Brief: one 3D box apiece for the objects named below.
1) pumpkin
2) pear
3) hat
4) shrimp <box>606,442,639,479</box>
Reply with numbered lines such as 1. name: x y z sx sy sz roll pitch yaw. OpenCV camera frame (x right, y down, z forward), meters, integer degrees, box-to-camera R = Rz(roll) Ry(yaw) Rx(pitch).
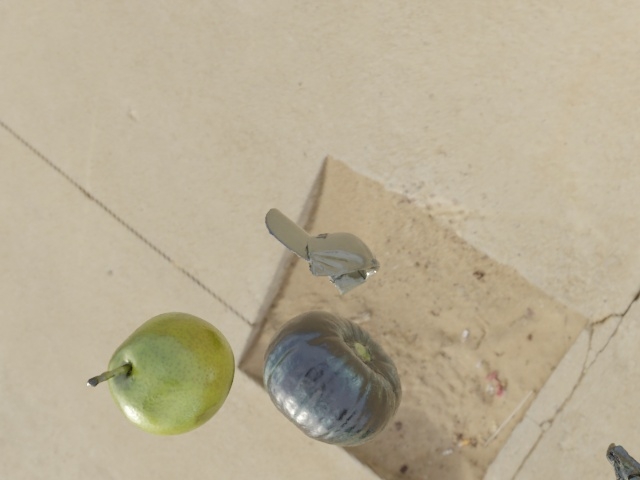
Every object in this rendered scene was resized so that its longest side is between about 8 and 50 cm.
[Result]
1. pumpkin: 0.018 0.298 1.816 0.315 0.315 0.238 43 106 13
2. pear: -0.222 0.180 1.193 0.180 0.216 0.166 -40 54 28
3. hat: 0.000 0.000 1.278 0.175 0.147 0.085 43 92 17
4. shrimp: 0.331 0.238 0.816 0.051 0.150 0.217 -17 123 42
